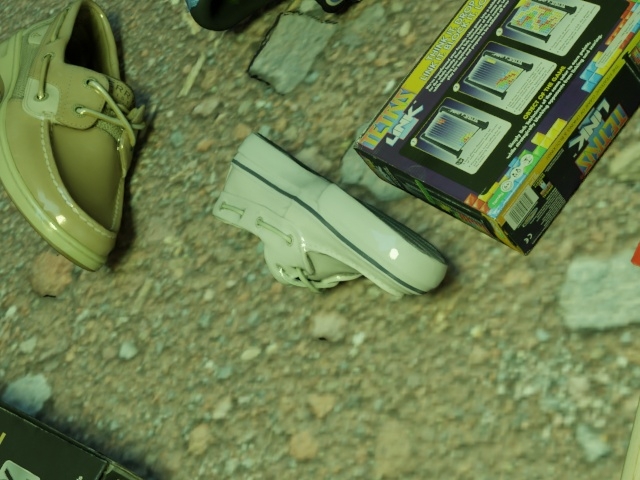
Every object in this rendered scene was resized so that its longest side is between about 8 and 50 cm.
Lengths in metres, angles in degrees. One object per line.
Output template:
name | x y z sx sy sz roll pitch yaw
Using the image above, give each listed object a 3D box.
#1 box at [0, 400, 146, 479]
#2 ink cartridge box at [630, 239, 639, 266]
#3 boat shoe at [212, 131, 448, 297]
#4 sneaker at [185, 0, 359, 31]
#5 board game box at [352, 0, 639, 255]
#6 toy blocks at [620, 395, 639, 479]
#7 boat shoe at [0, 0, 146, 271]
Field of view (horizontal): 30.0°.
box | -0.263 0.256 0.784 0.242 0.076 0.307 16 70 42
ink cartridge box | 0.286 -0.076 0.632 0.189 0.066 0.232 18 68 42
boat shoe | 0.000 0.000 0.783 0.076 0.083 0.226 -59 33 4
sneaker | 0.028 -0.251 0.917 0.330 0.130 0.147 -21 64 28
board game box | 0.123 -0.092 0.766 0.170 0.048 0.141 -52 43 -5
toy blocks | 0.260 0.195 0.359 0.288 0.309 0.260 -152 71 -65
boat shoe | -0.198 -0.099 0.971 0.098 0.109 0.302 -35 40 13
